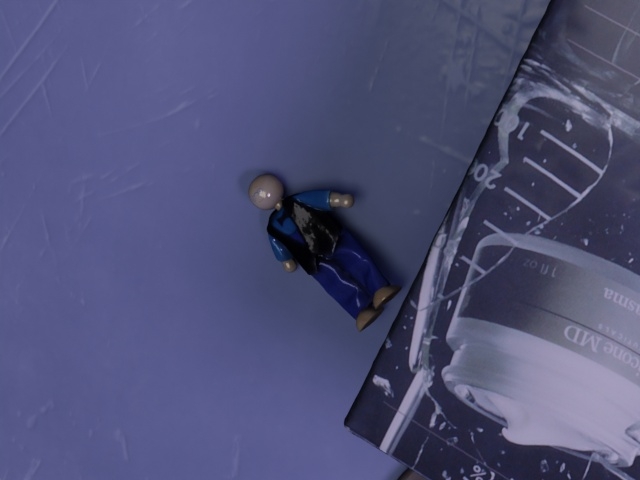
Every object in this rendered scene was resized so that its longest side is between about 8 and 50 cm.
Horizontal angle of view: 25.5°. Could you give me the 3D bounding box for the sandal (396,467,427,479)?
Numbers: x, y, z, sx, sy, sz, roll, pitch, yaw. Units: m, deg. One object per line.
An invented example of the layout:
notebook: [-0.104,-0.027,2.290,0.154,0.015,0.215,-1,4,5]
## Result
sandal: [0.138,0.230,1.464,0.090,0.060,0.219,42,120,5]

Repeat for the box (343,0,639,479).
box: [0.351,0.043,1.173,0.479,0.297,0.472,30,119,12]

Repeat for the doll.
doll: [0.000,0.000,1.452,0.189,0.046,0.129,45,129,11]
